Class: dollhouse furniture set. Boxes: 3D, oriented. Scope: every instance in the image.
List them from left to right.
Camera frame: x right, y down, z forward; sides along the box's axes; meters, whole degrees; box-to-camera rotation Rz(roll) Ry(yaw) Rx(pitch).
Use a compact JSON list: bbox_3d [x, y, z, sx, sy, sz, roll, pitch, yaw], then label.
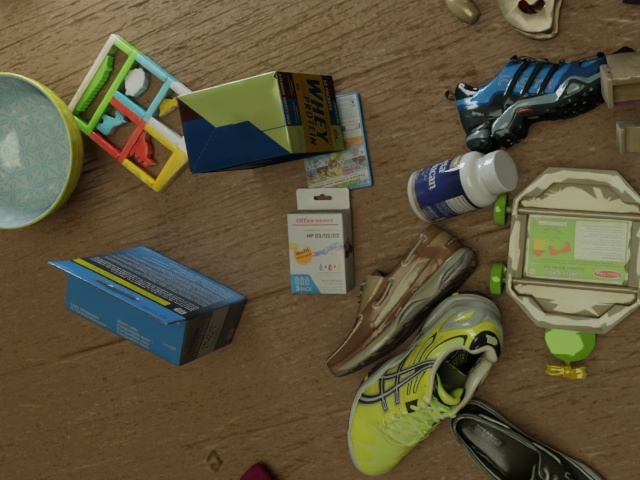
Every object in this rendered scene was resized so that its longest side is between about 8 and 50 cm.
[{"bbox_3d":[0.584,-0.153,1.542,0.286,0.198,0.304,-5,115,13],"label":"dollhouse furniture set"}]

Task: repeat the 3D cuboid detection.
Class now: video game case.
[{"bbox_3d":[0.025,-0.171,1.779,0.119,0.015,0.166,-8,92,18],"label":"video game case"}]

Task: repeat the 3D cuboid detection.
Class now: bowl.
[{"bbox_3d":[-0.557,-0.167,1.894,0.289,0.156,0.290,1,94,18],"label":"bowl"}]

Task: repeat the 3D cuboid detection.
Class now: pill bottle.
[{"bbox_3d":[0.235,-0.093,1.648,0.169,0.094,0.094,-18,89,41],"label":"pill bottle"}]

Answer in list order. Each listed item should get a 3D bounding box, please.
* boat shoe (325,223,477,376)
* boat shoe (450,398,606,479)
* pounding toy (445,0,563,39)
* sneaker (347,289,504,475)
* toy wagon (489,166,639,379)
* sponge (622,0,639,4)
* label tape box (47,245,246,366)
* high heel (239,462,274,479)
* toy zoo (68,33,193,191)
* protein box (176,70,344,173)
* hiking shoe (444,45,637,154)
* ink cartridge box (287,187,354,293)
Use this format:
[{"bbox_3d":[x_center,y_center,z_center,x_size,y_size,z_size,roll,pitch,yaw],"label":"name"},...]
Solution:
[{"bbox_3d":[0.124,0.104,1.725,0.324,0.123,0.116,-45,73,10],"label":"boat shoe"},{"bbox_3d":[0.350,0.396,1.665,0.335,0.119,0.121,33,103,13],"label":"boat shoe"},{"bbox_3d":[0.342,-0.415,1.582,0.269,0.155,0.154,-40,77,17],"label":"pounding toy"},{"bbox_3d":[0.164,0.257,1.678,0.145,0.147,0.385,28,111,-11],"label":"sneaker"},{"bbox_3d":[0.415,0.054,1.644,0.267,0.068,0.345,5,96,18],"label":"toy wagon"},{"bbox_3d":[0.572,-0.378,1.530,0.210,0.117,0.031,9,95,17],"label":"sponge"},{"bbox_3d":[-0.307,0.115,1.742,0.240,0.333,0.106,25,102,15],"label":"label tape box"},{"bbox_3d":[-0.208,0.579,1.893,0.377,0.127,0.181,-33,56,22],"label":"high heel"},{"bbox_3d":[-0.328,-0.227,1.881,0.293,0.030,0.192,39,105,12],"label":"toy zoo"},{"bbox_3d":[-0.098,-0.199,1.705,0.199,0.201,0.136,-9,92,27],"label":"protein box"},{"bbox_3d":[0.359,-0.256,1.615,0.304,0.113,0.132,-24,75,11],"label":"hiking shoe"},{"bbox_3d":[0.000,0.000,1.769,0.104,0.061,0.181,-1,99,18],"label":"ink cartridge box"}]
